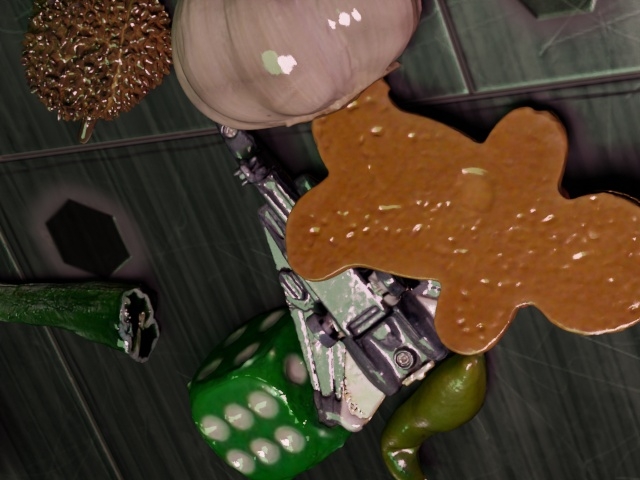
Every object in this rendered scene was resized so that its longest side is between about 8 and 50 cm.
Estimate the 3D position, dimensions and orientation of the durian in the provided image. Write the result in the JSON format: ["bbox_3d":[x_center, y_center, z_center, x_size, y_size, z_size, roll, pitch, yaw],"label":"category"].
[{"bbox_3d":[-0.214,-0.158,1.702,0.148,0.091,0.188,23,132,11],"label":"durian"}]

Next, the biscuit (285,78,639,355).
[{"bbox_3d":[0.136,-0.012,1.592,0.340,0.047,0.216,14,91,19],"label":"biscuit"}]

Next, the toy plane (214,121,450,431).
[{"bbox_3d":[-0.001,0.003,1.701,0.204,0.103,0.316,-38,100,12],"label":"toy plane"}]

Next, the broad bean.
[{"bbox_3d":[0.110,0.161,1.793,0.070,0.048,0.213,30,132,5],"label":"broad bean"}]

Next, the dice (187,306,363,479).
[{"bbox_3d":[-0.041,0.150,1.816,0.128,0.120,0.131,-24,108,39],"label":"dice"}]

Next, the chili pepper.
[{"bbox_3d":[-0.273,0.065,1.925,0.227,0.059,0.088,10,123,27],"label":"chili pepper"}]

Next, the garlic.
[{"bbox_3d":[-0.040,-0.174,1.554,0.229,0.143,0.178,-28,98,35],"label":"garlic"}]
